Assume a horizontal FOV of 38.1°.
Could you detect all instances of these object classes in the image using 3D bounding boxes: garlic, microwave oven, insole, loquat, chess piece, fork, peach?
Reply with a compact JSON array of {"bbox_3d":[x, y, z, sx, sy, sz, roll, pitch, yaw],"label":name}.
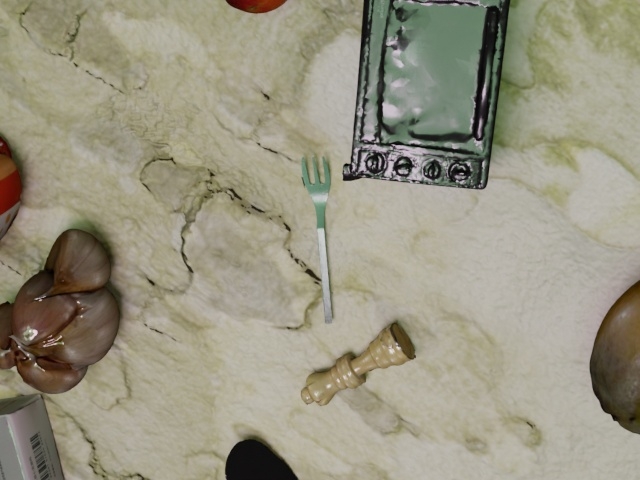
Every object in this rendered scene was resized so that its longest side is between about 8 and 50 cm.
[{"bbox_3d":[-0.356,0.107,1.299,0.214,0.191,0.160,-44,116,5],"label":"garlic"},{"bbox_3d":[0.128,-0.192,1.121,0.178,0.188,0.247,7,103,10],"label":"microwave oven"},{"bbox_3d":[-0.034,0.440,1.337,0.009,0.119,0.348,-23,103,51],"label":"insole"},{"bbox_3d":[0.430,0.137,1.139,0.179,0.179,0.227,24,119,5],"label":"loquat"},{"bbox_3d":[0.046,0.180,1.287,0.172,0.060,0.060,-33,94,18],"label":"chess piece"},{"bbox_3d":[0.001,-0.001,1.274,0.039,0.021,0.235,-1,103,15],"label":"fork"},{"bbox_3d":[-0.081,-0.336,1.181,0.101,0.101,0.101,2,102,10],"label":"peach"}]

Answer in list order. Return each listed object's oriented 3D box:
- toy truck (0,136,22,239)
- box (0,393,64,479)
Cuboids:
[{"bbox_3d":[-0.528,-0.007,1.295,0.265,0.189,0.239,-15,109,13],"label":"toy truck"},{"bbox_3d":[-0.555,0.360,1.411,0.299,0.106,0.200,-10,98,11],"label":"box"}]
